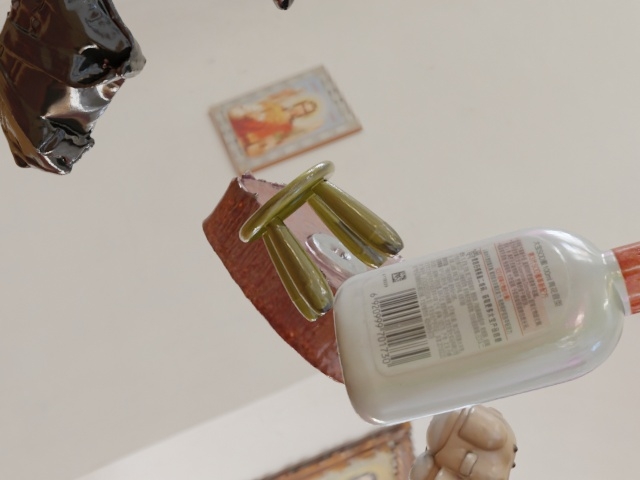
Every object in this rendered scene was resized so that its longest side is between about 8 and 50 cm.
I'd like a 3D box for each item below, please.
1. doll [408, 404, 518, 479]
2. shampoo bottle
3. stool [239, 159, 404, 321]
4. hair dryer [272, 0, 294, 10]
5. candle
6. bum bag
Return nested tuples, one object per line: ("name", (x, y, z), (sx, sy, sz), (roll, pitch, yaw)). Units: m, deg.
("doll", (0.184, 0.299, 1.214), (0.119, 0.154, 0.278), (26, -21, 14))
("shampoo bottle", (0.119, 0.040, 0.554), (0.051, 0.221, 0.108), (66, 12, -45))
("stool", (0.000, 0.000, 0.859), (0.110, 0.134, 0.135), (52, 34, 3))
("hair dryer", (-0.057, -0.270, 0.909), (0.083, 0.031, 0.079), (29, -35, 19))
("candle", (-0.015, 0.043, 1.136), (0.287, 0.131, 0.317), (36, 15, -13))
("bum bag", (-0.271, -0.159, 0.954), (0.142, 0.079, 0.326), (39, -37, -4))
